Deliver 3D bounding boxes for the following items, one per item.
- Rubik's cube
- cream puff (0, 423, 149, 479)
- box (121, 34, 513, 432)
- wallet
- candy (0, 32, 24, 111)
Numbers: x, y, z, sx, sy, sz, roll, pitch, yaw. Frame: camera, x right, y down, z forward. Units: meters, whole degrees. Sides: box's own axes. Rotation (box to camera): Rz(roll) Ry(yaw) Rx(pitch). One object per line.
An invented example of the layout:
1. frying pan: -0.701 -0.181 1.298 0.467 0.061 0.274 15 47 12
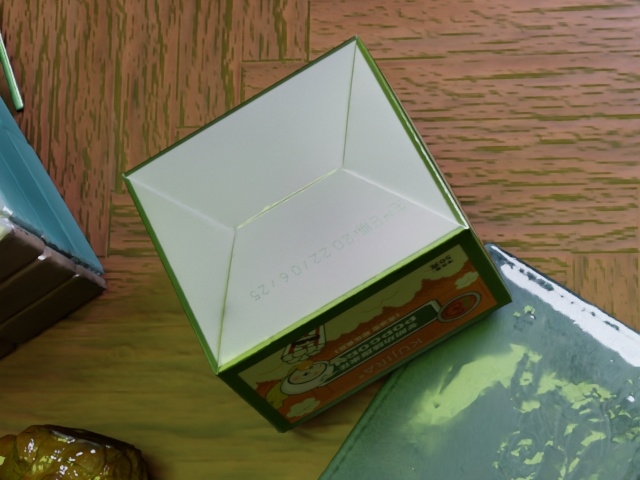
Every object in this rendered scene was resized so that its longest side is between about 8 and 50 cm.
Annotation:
1. Rubik's cube: -0.322 -0.018 1.325 0.221 0.224 0.231 -33 75 3
2. cream puff: -0.181 0.181 1.320 0.116 0.122 0.094 12 85 -19
3. box: 0.000 0.000 1.291 0.195 0.148 0.177 -31 62 4
4. wallet: 0.164 0.171 1.286 0.290 0.054 0.251 34 81 22
5. candy: -0.261 -0.196 1.448 0.061 0.061 0.202 -19 84 6
